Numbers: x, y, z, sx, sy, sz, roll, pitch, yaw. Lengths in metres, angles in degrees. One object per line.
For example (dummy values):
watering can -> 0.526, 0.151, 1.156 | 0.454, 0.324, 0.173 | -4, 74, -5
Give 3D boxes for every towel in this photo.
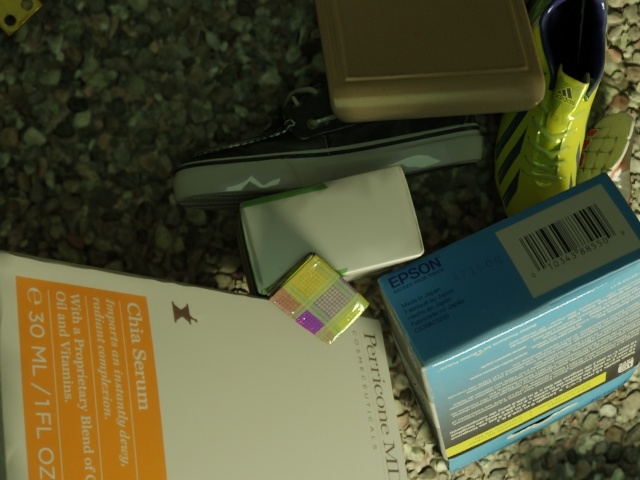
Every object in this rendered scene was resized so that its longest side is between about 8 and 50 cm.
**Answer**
towel -> -0.002, 0.052, 1.023 | 0.060, 0.009, 0.083 | -45, 116, 8

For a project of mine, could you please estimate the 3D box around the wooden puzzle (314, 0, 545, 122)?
wooden puzzle -> 0.104, -0.235, 1.170 | 0.220, 0.044, 0.239 | -5, 70, -8

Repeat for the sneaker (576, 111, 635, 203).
sneaker -> 0.322, -0.065, 1.271 | 0.064, 0.061, 0.158 | 13, 99, -38

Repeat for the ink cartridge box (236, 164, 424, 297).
ink cartridge box -> 0.000, 0.000, 1.134 | 0.160, 0.219, 0.093 | -14, 87, -7

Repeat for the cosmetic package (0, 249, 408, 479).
cosmetic package -> -0.127, 0.169, 0.977 | 0.453, 0.161, 0.230 | 13, 60, -48

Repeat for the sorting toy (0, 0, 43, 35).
sorting toy -> -0.288, -0.344, 1.122 | 0.132, 0.046, 0.275 | 23, 95, -12

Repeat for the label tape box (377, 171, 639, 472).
label tape box -> 0.211, 0.103, 1.194 | 0.249, 0.348, 0.115 | -26, 62, -3

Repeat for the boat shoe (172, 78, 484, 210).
boat shoe -> 0.004, -0.108, 1.185 | 0.335, 0.121, 0.119 | -11, 86, -16

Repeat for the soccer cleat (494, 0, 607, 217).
soccer cleat -> 0.247, -0.136, 1.203 | 0.093, 0.121, 0.289 | 4, 99, -10
